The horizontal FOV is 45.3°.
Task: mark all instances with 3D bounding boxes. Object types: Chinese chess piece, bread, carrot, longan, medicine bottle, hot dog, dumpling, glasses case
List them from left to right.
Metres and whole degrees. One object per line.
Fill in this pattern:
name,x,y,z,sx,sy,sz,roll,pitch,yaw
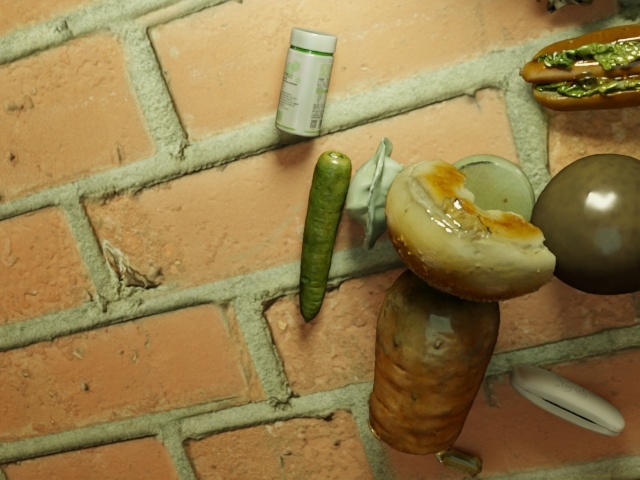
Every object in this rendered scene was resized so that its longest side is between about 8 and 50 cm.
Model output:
medicine bottle,-0.027,-0.287,1.395,0.086,0.086,0.183,14,109,6
carrot,0.000,0.000,1.495,0.074,0.074,0.358,13,112,7
dumpling,0.090,-0.083,1.411,0.108,0.153,0.219,17,114,35
carrot,0.210,0.214,1.446,0.224,0.224,0.340,10,117,8
bread,0.224,0.003,1.278,0.314,0.192,0.171,37,123,20
bread,0.295,0.463,1.605,0.088,0.033,0.049,16,124,10
Chinese chess piece,0.298,-0.065,1.410,0.188,0.083,0.188,3,105,12
glasses case,0.478,0.309,1.489,0.233,0.092,0.059,25,113,4
longan,0.490,-0.022,1.297,0.258,0.258,0.258,3,108,10
hot dog,0.499,-0.284,1.262,0.337,0.100,0.135,-3,106,24

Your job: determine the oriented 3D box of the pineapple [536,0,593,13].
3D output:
pineapple,0.458,-0.445,1.201,0.272,0.262,0.262,-4,108,29
